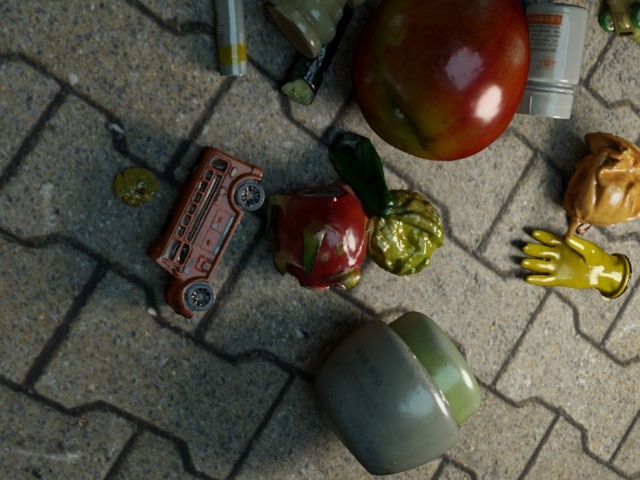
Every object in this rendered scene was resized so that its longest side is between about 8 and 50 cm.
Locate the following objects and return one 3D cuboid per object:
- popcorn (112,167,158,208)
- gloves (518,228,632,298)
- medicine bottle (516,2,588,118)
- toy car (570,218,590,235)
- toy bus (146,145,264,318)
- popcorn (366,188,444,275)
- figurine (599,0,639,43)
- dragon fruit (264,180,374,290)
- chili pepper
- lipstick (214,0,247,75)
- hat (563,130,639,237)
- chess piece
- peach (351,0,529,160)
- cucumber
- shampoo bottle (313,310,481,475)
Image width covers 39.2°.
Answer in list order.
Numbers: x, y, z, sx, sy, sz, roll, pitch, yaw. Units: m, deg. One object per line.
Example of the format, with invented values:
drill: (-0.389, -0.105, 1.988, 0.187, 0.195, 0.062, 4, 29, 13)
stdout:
popcorn: (-0.352, -0.099, 1.728, 0.084, 0.084, 0.084, -6, 104, -24)
gloves: (0.613, 0.060, 2.215, 0.294, 0.116, 0.133, 14, 84, -21)
medicine bottle: (0.522, -0.405, 2.038, 0.145, 0.144, 0.252, -1, 100, -25)
toy car: (0.676, -0.064, 2.247, 0.122, 0.035, 0.059, -36, 110, -12)
toy bus: (-0.237, -0.016, 1.771, 0.153, 0.143, 0.329, 26, 91, -18)
popcorn: (0.174, -0.023, 1.958, 0.198, 0.155, 0.197, -12, 124, -18)
figurine: (0.766, -0.617, 2.120, 0.222, 0.124, 0.324, -27, 107, -18)
dragon fruit: (-0.001, -0.004, 1.850, 0.224, 0.224, 0.227, -2, 104, -25)
chili pepper: (0.100, -0.139, 1.900, 0.108, 0.062, 0.216, -19, 66, -17)
lipstick: (-0.178, -0.454, 1.743, 0.059, 0.059, 0.263, -10, 105, -23)
hat: (0.660, -0.099, 2.134, 0.233, 0.244, 0.233, 38, 86, 6)
chess piece: (0.029, -0.492, 1.748, 0.261, 0.143, 0.142, -44, 116, -4)
peach: (0.251, -0.362, 1.803, 0.388, 0.388, 0.388, -6, 104, -24)
cucumber: (-0.001, -0.397, 1.834, 0.074, 0.074, 0.241, 27, 86, -28)
shampoo bottle: (0.157, 0.330, 1.927, 0.317, 0.322, 0.322, -32, 113, -9)
